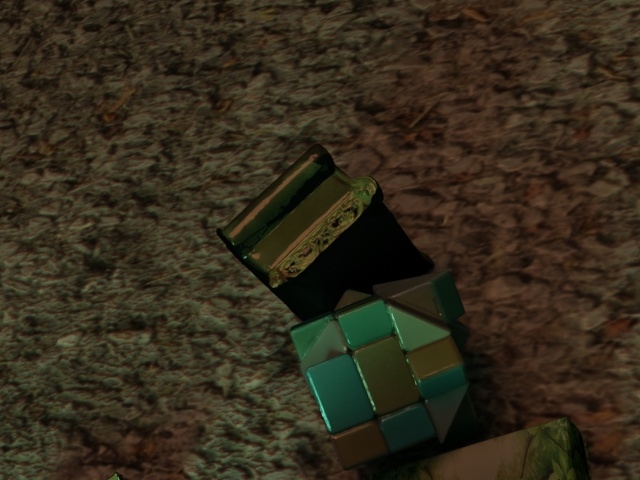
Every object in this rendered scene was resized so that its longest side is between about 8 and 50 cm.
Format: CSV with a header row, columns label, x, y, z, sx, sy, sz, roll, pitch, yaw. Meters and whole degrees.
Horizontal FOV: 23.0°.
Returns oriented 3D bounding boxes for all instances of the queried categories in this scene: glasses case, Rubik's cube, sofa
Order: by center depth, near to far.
label,x,y,z,sx,sy,sz,roll,pitch,yaw
glasses case,0.180,0.293,1.845,0.272,0.062,0.095,-20,49,25
Rubik's cube,0.091,0.161,1.924,0.213,0.224,0.265,-22,1,-3
sofa,0.000,0.000,2.125,0.200,0.258,0.182,-43,52,-2

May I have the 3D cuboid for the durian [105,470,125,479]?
label,x,y,z,sx,sy,sz,roll,pitch,yaw
durian,-0.341,0.417,2.107,0.260,0.154,0.186,-7,71,28

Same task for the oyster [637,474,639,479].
label,x,y,z,sx,sy,sz,roll,pitch,yaw
oyster,0.382,0.262,1.739,0.100,0.037,0.098,-48,15,24
